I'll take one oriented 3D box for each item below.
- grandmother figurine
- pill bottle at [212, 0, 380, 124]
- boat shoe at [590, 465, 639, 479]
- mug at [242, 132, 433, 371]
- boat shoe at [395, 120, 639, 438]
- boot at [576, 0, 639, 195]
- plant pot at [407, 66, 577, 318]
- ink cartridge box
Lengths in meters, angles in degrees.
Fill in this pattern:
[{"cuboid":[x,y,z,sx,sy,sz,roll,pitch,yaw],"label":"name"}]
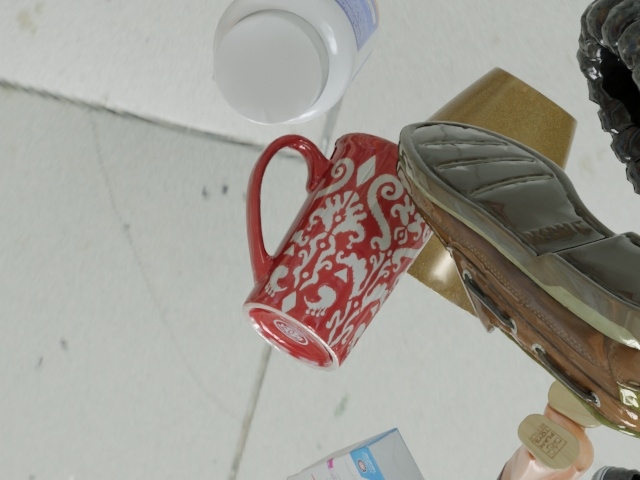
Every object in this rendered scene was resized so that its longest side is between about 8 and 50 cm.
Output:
[{"cuboid":[0.257,0.296,1.843,0.208,0.342,0.104,-38,71,-22],"label":"grandmother figurine"},{"cuboid":[-0.028,-0.211,1.595,0.152,0.272,0.152,4,109,10],"label":"pill bottle"},{"cuboid":[0.452,0.376,1.980,0.228,0.080,0.076,49,145,-18],"label":"boat shoe"},{"cuboid":[0.003,0.006,1.215,0.150,0.113,0.169,25,67,19],"label":"mug"},{"cuboid":[0.135,0.019,1.006,0.111,0.307,0.104,-7,122,-24],"label":"boat shoe"},{"cuboid":[0.288,-0.016,0.599,0.260,0.348,0.131,-25,141,-8],"label":"boot"},{"cuboid":[0.182,-0.070,1.771,0.237,0.237,0.254,32,95,-12],"label":"plant pot"},{"cuboid":[0.047,0.310,1.869,0.181,0.061,0.104,-30,87,49],"label":"ink cartridge box"}]
